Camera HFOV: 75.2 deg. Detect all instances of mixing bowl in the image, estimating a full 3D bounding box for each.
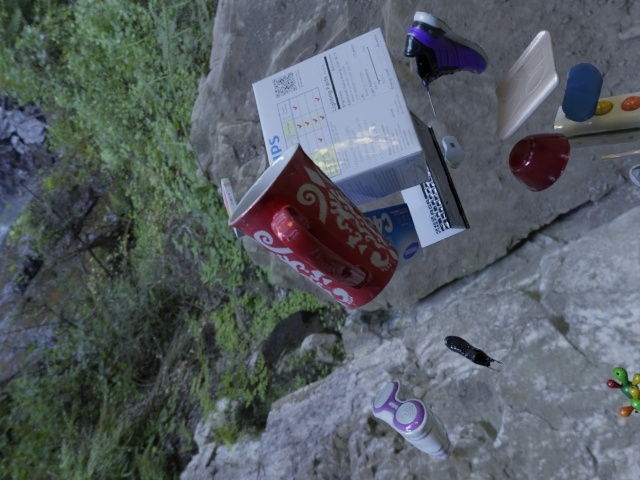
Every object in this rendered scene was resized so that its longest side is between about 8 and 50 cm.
[{"bbox_3d":[0.635,-0.246,1.245,0.098,0.182,0.182,15,134,-14],"label":"mixing bowl"}]

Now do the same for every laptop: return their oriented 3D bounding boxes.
[{"bbox_3d":[0.326,-0.182,1.419,0.236,0.383,0.408,-13,170,-27],"label":"laptop"}]

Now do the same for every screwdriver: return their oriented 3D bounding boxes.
[{"bbox_3d":[0.363,-0.491,1.400,0.025,0.024,0.170,-12,130,17],"label":"screwdriver"}]

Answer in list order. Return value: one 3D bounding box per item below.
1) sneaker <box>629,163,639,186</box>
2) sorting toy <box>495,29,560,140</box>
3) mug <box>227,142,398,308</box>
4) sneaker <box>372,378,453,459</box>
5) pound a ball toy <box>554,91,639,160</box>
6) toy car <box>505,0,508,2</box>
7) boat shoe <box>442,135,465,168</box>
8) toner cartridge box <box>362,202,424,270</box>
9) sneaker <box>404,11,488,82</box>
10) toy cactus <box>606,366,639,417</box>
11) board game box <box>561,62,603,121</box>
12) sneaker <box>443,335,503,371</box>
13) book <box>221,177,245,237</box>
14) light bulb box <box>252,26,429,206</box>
[{"bbox_3d":[1.093,-0.189,1.332,0.296,0.129,0.111,10,101,-18],"label":"sneaker"},{"bbox_3d":[0.497,-0.369,1.003,0.038,0.209,0.193,18,144,-8],"label":"sorting toy"},{"bbox_3d":[-0.006,0.003,0.452,0.169,0.150,0.113,41,128,-19],"label":"mug"},{"bbox_3d":[0.227,0.458,1.059,0.152,0.114,0.305,44,174,-5],"label":"sneaker"},{"bbox_3d":[0.930,-0.366,1.327,0.319,0.208,0.135,5,153,49],"label":"pound a ball toy"},{"bbox_3d":[0.655,-0.817,1.270,0.188,0.155,0.149,-39,79,0],"label":"toy car"},{"bbox_3d":[0.551,-0.356,1.745,0.080,0.229,0.076,-6,131,6],"label":"boat shoe"},{"bbox_3d":[0.140,0.007,1.055,0.075,0.347,0.166,-18,89,38],"label":"toner cartridge box"},{"bbox_3d":[0.350,-0.519,1.196,0.293,0.102,0.146,14,108,-31],"label":"sneaker"},{"bbox_3d":[0.757,0.399,0.965,0.219,0.112,0.180,42,177,23],"label":"toy cactus"},{"bbox_3d":[0.782,-0.445,1.259,0.133,0.033,0.169,5,100,-18],"label":"board game box"},{"bbox_3d":[0.462,0.342,1.267,0.170,0.051,0.089,28,175,15],"label":"sneaker"},{"bbox_3d":[-0.244,-0.092,1.149,0.035,0.144,0.096,-16,141,-11],"label":"book"},{"bbox_3d":[0.055,-0.282,1.094,0.360,0.359,0.225,-18,163,14],"label":"light bulb box"}]
